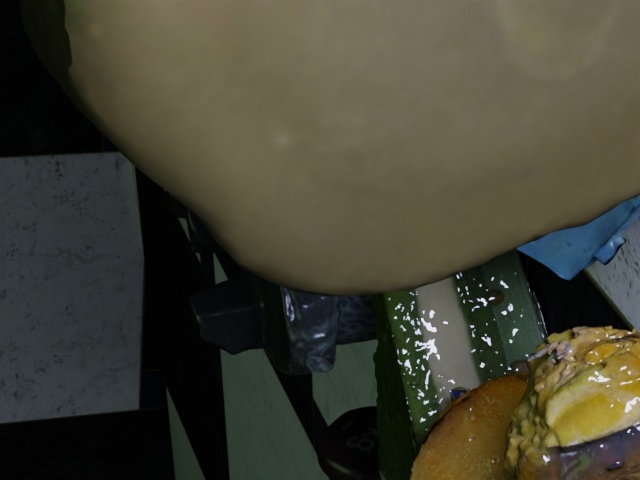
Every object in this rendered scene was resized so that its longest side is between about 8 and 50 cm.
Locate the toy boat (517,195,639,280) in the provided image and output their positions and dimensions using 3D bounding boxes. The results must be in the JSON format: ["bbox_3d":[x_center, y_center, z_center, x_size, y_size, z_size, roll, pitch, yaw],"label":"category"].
[{"bbox_3d":[0.213,-0.075,1.183,0.109,0.098,0.238,31,142,6],"label":"toy boat"}]

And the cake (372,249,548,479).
[{"bbox_3d":[0.123,0.130,1.531,0.172,0.158,0.284,148,110,-76],"label":"cake"}]

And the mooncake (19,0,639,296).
[{"bbox_3d":[0.046,-0.209,0.961,0.262,0.467,0.467,-123,25,-58],"label":"mooncake"}]

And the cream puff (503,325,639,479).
[{"bbox_3d":[0.212,0.134,1.168,0.189,0.189,0.129,95,164,-48],"label":"cream puff"}]

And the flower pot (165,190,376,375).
[{"bbox_3d":[0.000,0.000,1.610,0.299,0.282,0.299,172,90,-78],"label":"flower pot"}]

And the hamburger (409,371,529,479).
[{"bbox_3d":[0.182,0.199,1.357,0.118,0.191,0.182,0,-105,-62],"label":"hamburger"}]

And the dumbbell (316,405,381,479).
[{"bbox_3d":[0.069,0.317,1.913,0.124,0.140,0.225,14,123,32],"label":"dumbbell"}]
